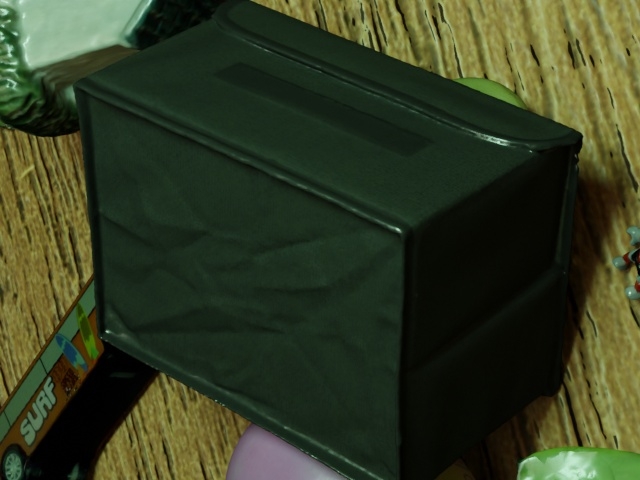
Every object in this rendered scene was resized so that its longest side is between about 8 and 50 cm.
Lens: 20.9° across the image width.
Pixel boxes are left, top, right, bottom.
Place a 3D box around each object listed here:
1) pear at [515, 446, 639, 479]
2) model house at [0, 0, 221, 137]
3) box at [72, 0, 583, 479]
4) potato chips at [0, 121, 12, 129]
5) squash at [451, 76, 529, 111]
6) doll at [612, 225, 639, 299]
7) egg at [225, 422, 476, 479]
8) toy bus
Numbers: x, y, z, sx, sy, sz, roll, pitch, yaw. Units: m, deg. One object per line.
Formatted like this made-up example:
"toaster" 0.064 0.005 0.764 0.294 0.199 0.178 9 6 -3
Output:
"pear" 0.287 0.325 1.186 0.318 0.238 0.342 -1 74 29
"model house" -0.172 -0.254 1.621 0.301 0.190 0.271 -11 78 20
"box" 0.001 -0.001 1.359 0.345 0.204 0.251 25 130 32
"potato chips" -0.308 -0.219 1.810 0.142 0.026 0.209 7 94 44
"squash" 0.070 -0.088 1.451 0.250 0.083 0.083 -3 89 43
"doll" 0.265 0.001 1.312 0.114 0.039 0.057 -42 23 43
"egg" 0.042 0.234 1.410 0.271 0.196 0.196 29 110 36
"toy bus" -0.220 0.127 1.700 0.409 0.093 0.092 -52 52 28
